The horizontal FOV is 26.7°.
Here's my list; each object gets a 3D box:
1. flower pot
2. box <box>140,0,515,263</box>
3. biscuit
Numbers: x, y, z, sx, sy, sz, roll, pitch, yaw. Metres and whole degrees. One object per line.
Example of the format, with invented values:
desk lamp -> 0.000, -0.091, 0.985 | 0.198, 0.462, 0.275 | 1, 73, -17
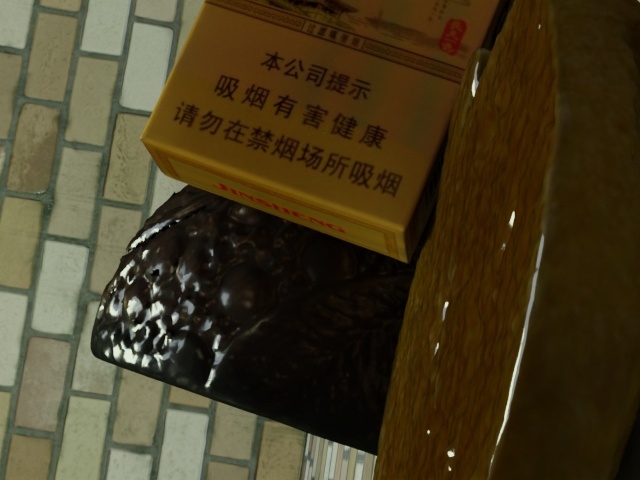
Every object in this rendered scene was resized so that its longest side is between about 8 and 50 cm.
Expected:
flower pot -> 0.000, 0.000, 0.970 | 0.266, 0.267, 0.267 | 124, 165, -84
box -> 0.024, -0.143, 0.850 | 0.076, 0.174, 0.274 | 73, -142, -72
biscuit -> 0.091, 0.051, 0.667 | 0.394, 0.070, 0.350 | 104, 176, -59
